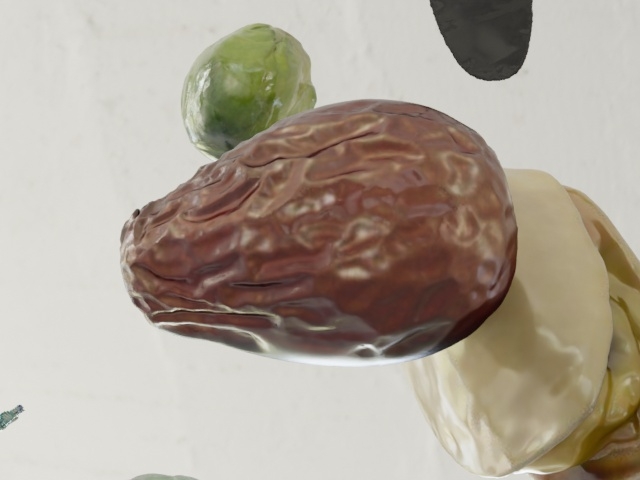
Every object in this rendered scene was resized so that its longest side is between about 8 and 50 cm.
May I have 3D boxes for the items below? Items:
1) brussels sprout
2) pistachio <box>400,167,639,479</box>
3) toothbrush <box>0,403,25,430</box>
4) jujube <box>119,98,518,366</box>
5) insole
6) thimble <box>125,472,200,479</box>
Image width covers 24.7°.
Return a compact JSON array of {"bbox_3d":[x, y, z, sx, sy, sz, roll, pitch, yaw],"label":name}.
[{"bbox_3d":[-0.080,-0.152,1.514,0.117,0.155,0.155,15,-40,22],"label":"brussels sprout"},{"bbox_3d":[0.136,0.058,1.015,0.187,0.299,0.187,-7,-55,-11],"label":"pistachio"},{"bbox_3d":[-0.500,0.284,1.926,0.030,0.304,0.030,12,-66,30],"label":"toothbrush"},{"bbox_3d":[0.000,0.000,0.880,0.236,0.168,0.168,-10,-45,-3],"label":"jujube"},{"bbox_3d":[0.112,-0.234,1.098,0.080,0.003,0.232,-9,-85,-4],"label":"insole"},{"bbox_3d":[-0.211,0.431,1.993,0.237,0.237,0.150,24,-58,-5],"label":"thimble"}]
